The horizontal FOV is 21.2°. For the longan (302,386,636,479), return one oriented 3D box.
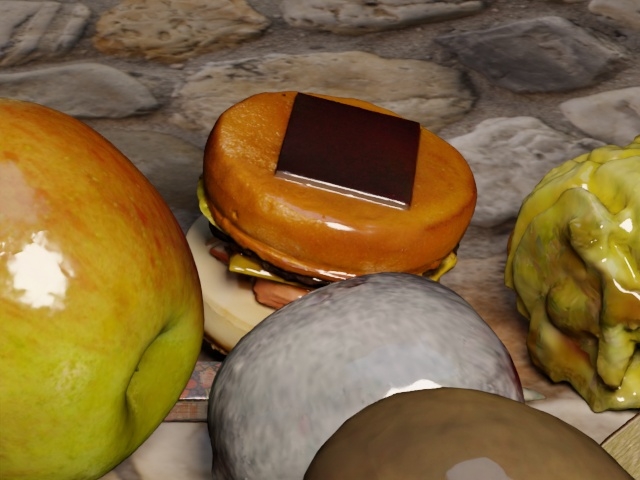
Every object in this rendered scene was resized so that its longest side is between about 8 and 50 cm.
[{"bbox_3d":[0.110,0.243,1.194,0.297,0.297,0.297,2,31,-1],"label":"longan"}]

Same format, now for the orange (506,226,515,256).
[{"bbox_3d":[0.239,0.009,1.813,0.083,0.070,0.083,-8,40,7],"label":"orange"}]

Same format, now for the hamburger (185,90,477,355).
[{"bbox_3d":[0.000,0.000,1.657,0.291,0.225,0.291,8,33,-5],"label":"hamburger"}]

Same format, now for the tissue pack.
[{"bbox_3d":[-0.132,0.141,1.593,0.083,0.035,0.063,2,31,-5],"label":"tissue pack"}]

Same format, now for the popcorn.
[{"bbox_3d":[0.320,0.027,1.634,0.293,0.293,0.237,29,33,36],"label":"popcorn"}]

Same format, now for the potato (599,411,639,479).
[{"bbox_3d":[0.269,0.229,1.403,0.117,0.182,0.202,47,18,0],"label":"potato"}]

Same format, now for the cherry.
[{"bbox_3d":[0.049,0.143,1.436,0.296,0.218,0.255,-14,31,-11],"label":"cherry"}]

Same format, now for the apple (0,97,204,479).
[{"bbox_3d":[-0.264,0.052,1.447,0.339,0.339,0.339,2,31,-1],"label":"apple"}]
